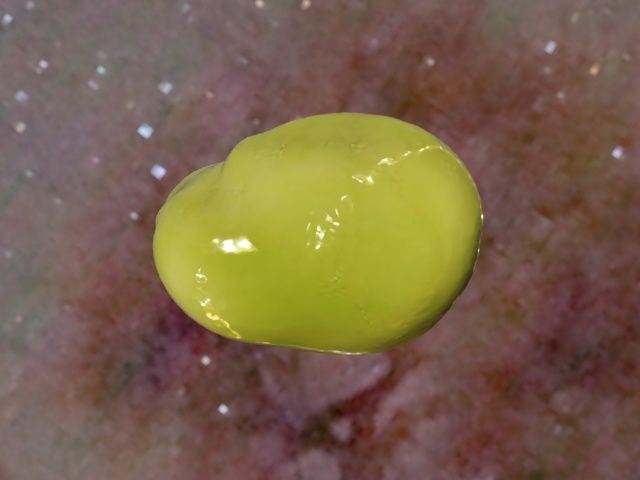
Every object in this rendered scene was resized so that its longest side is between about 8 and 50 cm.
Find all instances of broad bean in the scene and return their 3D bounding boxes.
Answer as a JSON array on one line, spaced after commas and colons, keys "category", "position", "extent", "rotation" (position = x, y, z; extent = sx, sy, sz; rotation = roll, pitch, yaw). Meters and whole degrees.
[{"category": "broad bean", "position": [0.000, 0.000, 0.383], "extent": [0.045, 0.083, 0.063], "rotation": [-55, -49, -58]}]
